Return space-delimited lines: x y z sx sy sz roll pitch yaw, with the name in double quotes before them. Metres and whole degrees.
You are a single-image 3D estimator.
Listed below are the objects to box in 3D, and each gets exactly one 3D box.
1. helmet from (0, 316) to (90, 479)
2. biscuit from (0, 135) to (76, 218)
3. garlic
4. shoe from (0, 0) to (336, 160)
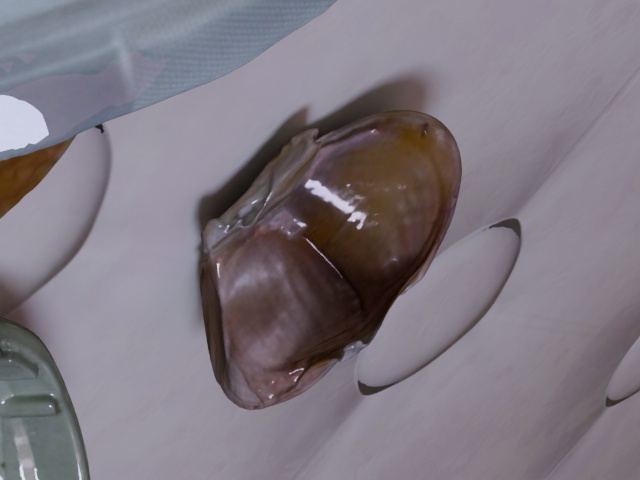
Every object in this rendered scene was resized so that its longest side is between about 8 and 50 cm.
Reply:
"helmet" -0.188 0.134 0.804 0.137 0.204 0.257 -4 176 7
"biscuit" -0.179 -0.025 0.695 0.289 0.044 0.202 -49 156 13
"garlic" 0.006 0.008 0.995 0.174 0.099 0.124 -43 171 -6
"shoe" -0.152 -0.087 0.523 0.363 0.132 0.160 -25 111 -30
